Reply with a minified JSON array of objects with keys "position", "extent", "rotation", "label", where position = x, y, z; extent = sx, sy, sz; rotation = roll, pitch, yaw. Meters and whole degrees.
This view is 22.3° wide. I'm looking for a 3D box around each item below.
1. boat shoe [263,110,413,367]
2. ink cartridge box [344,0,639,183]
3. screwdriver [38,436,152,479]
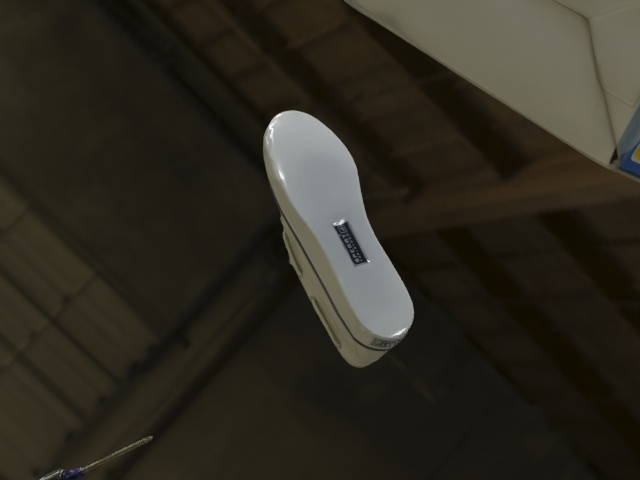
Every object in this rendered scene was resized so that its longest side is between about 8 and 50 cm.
[{"position":[0.000,0.000,1.540],"extent":[0.084,0.095,0.258],"rotation":[-52,-129,49],"label":"boat shoe"},{"position":[0.239,-0.137,1.217],"extent":[0.270,0.151,0.395],"rotation":[38,12,34],"label":"ink cartridge box"},{"position":[-0.217,0.219,1.551],"extent":[0.170,0.024,0.025],"rotation":[-23,-66,30],"label":"screwdriver"}]
